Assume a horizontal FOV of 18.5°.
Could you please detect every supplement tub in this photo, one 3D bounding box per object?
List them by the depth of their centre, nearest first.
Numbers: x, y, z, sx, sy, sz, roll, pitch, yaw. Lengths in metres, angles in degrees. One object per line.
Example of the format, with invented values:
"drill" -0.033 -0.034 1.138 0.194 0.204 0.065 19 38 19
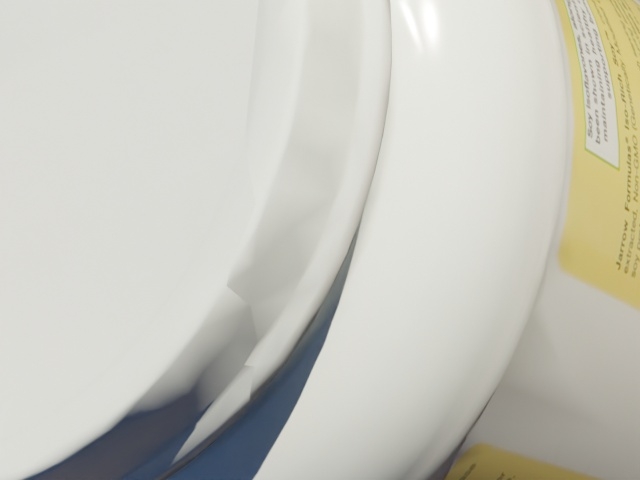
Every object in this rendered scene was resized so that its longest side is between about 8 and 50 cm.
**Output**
"supplement tub" 0.000 0.000 0.600 0.241 0.331 0.241 -10 71 31
